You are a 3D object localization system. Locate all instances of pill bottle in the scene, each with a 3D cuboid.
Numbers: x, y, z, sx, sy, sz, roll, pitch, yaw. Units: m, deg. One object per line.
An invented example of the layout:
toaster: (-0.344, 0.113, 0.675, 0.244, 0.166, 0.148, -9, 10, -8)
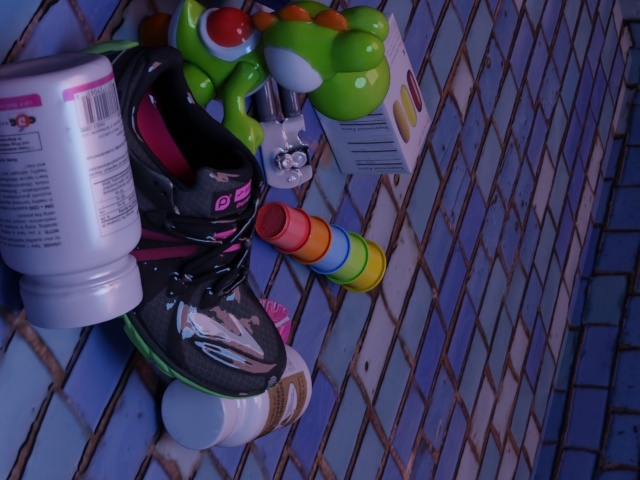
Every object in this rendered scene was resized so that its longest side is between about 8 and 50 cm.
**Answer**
pill bottle: (-0.288, -0.056, 1.498, 0.160, 0.160, 0.283, -37, 123, -58)
pill bottle: (-0.118, 0.219, 1.880, 0.229, 0.131, 0.131, -10, 99, -63)

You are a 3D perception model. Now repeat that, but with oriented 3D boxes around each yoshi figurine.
yoshi figurine: (-0.063, -0.211, 1.717, 0.203, 0.362, 0.204, -15, 102, -60)

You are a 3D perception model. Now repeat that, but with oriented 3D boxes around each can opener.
can opener: (-0.069, -0.212, 2.061, 0.093, 0.074, 0.280, -115, -165, -66)

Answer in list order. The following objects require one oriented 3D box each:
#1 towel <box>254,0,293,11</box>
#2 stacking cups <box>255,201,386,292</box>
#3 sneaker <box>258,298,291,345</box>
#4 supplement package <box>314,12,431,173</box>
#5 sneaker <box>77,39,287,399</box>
towel: (-0.115, -0.362, 1.785, 0.040, 0.243, 0.336, -58, 150, 0)
stacking cups: (0.000, 0.000, 2.164, 0.316, 0.096, 0.096, 32, 62, -58)
sneaker: (-0.165, 0.092, 1.826, 0.252, 0.111, 0.103, 32, 73, -36)
supplement package: (0.079, -0.243, 2.263, 0.244, 0.133, 0.139, 65, 37, -42)
sneaker: (-0.160, -0.015, 1.625, 0.185, 0.202, 0.483, -43, 114, -46)
